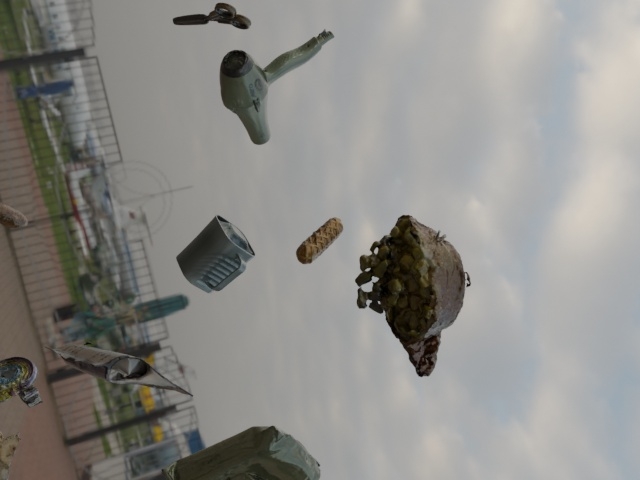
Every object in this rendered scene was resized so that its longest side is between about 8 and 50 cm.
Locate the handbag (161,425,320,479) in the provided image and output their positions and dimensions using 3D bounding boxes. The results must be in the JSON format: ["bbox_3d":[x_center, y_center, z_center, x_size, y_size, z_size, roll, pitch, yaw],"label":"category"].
[{"bbox_3d":[-0.170,0.538,1.620,0.253,0.315,0.109,50,19,-37],"label":"handbag"}]

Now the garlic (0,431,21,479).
[{"bbox_3d":[-0.627,0.416,1.322,0.094,0.074,0.113,-16,-102,43],"label":"garlic"}]

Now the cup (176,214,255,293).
[{"bbox_3d":[-0.199,0.037,1.356,0.095,0.129,0.128,36,15,-49],"label":"cup"}]

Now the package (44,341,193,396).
[{"bbox_3d":[-0.407,0.262,1.413,0.203,0.251,0.062,4,-110,43],"label":"package"}]

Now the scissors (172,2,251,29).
[{"bbox_3d":[-0.244,-0.471,1.470,0.220,0.088,0.017,11,-98,39],"label":"scissors"}]

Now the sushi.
[{"bbox_3d":[0.185,0.101,1.377,0.166,0.179,0.297,21,-64,45],"label":"sushi"}]

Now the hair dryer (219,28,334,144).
[{"bbox_3d":[-0.087,-0.270,1.260,0.088,0.224,0.219,51,-31,24],"label":"hair dryer"}]

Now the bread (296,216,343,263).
[{"bbox_3d":[0.000,0.000,1.466,0.044,0.157,0.052,37,-47,10],"label":"bread"}]

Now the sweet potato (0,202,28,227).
[{"bbox_3d":[-0.836,-0.076,1.759,0.218,0.065,0.051,31,50,-53],"label":"sweet potato"}]

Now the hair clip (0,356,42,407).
[{"bbox_3d":[-0.678,0.308,1.522,0.172,0.116,0.049,26,-55,31],"label":"hair clip"}]
